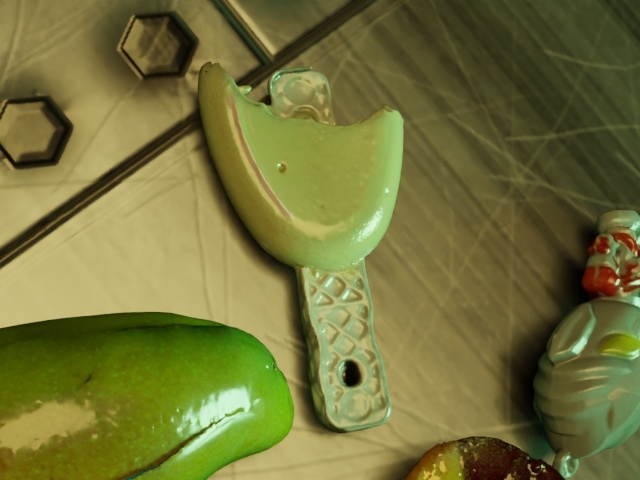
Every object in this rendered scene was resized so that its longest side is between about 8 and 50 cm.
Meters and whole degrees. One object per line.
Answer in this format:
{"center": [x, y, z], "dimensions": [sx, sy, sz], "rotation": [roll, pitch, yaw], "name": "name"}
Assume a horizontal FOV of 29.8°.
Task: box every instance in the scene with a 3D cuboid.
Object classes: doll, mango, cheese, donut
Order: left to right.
{"center": [-0.119, 0.102, 0.662], "dimensions": [0.233, 0.111, 0.125], "rotation": [0, 88, -24], "name": "mango"}
{"center": [0.000, 0.000, 0.738], "dimensions": [0.127, 0.050, 0.235], "rotation": [-5, 77, -14], "name": "cheese"}
{"center": [0.095, 0.186, 0.711], "dimensions": [0.140, 0.059, 0.140], "rotation": [3, 76, -11], "name": "donut"}
{"center": [0.177, 0.063, 0.755], "dimensions": [0.094, 0.079, 0.180], "rotation": [37, 63, -35], "name": "doll"}
